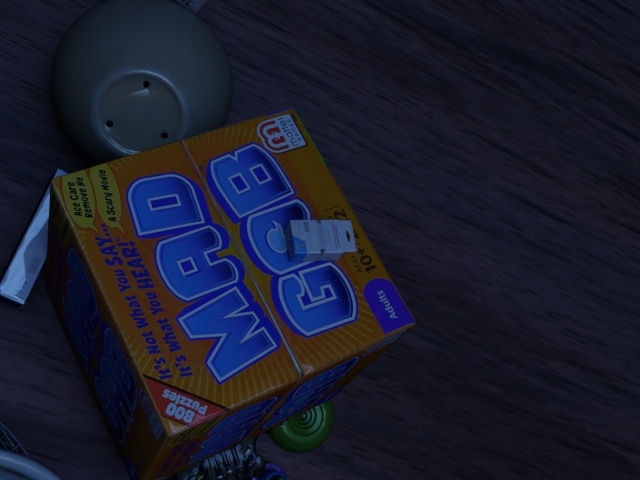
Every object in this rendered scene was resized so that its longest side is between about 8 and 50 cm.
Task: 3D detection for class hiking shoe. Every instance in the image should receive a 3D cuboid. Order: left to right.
[{"bbox_3d":[-0.148,0.360,1.403,0.114,0.086,0.226,25,70,14],"label":"hiking shoe"}]

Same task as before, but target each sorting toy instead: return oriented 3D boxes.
[{"bbox_3d":[-0.001,0.277,1.481,0.127,0.126,0.365,37,69,-16],"label":"sorting toy"}]

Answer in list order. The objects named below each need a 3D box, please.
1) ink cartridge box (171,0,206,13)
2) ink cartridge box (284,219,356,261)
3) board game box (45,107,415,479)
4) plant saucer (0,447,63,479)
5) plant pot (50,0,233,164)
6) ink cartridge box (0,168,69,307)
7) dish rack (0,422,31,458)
[{"bbox_3d":[-0.253,-0.436,1.395,0.172,0.237,0.100,34,70,-17],"label":"ink cartridge box"},{"bbox_3d":[0.000,0.000,1.126,0.083,0.028,0.048,-1,65,-19],"label":"ink cartridge box"},{"bbox_3d":[-0.153,0.091,1.254,0.356,0.356,0.356,-21,73,-26],"label":"board game box"},{"bbox_3d":[-0.502,0.447,1.145,0.401,0.101,0.400,-6,102,-31],"label":"plant saucer"},{"bbox_3d":[-0.269,-0.213,1.317,0.284,0.191,0.284,-3,113,-8],"label":"plant pot"},{"bbox_3d":[-0.431,-0.002,1.333,0.046,0.097,0.207,27,73,-19],"label":"ink cartridge box"},{"bbox_3d":[-0.539,0.387,1.248,0.272,0.074,0.208,-35,99,-26],"label":"dish rack"}]
